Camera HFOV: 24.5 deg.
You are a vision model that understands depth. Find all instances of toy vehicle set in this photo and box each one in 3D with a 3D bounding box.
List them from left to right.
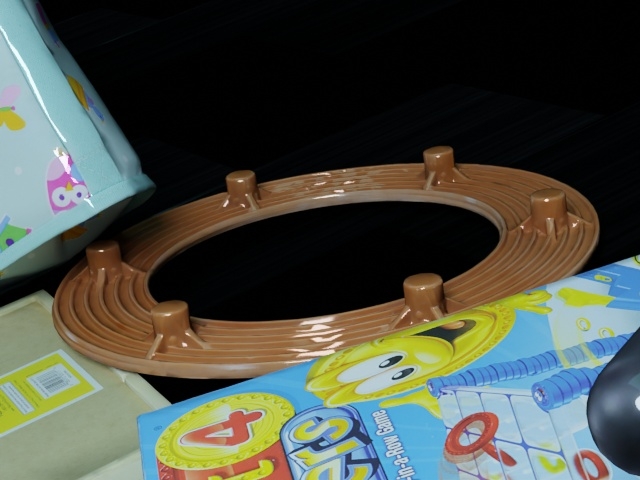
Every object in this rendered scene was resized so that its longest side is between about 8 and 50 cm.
[{"bbox_3d":[-0.184,0.108,0.814,0.166,0.035,0.267,-24,23,-20],"label":"toy vehicle set"}]

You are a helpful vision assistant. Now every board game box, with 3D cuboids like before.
[{"bbox_3d":[0.098,0.119,0.528,0.302,0.086,0.308,-17,22,-4],"label":"board game box"}]

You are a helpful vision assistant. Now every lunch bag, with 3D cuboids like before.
[{"bbox_3d":[-0.225,-0.080,0.944,0.160,0.223,0.262,-29,1,-27],"label":"lunch bag"}]

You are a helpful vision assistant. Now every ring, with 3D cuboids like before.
[{"bbox_3d":[0.000,0.000,0.905,0.337,0.032,0.336,-8,19,3],"label":"ring"}]

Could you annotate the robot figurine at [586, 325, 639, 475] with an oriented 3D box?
[{"bbox_3d":[0.187,0.012,0.370,0.209,0.173,0.278,22,39,23],"label":"robot figurine"}]
